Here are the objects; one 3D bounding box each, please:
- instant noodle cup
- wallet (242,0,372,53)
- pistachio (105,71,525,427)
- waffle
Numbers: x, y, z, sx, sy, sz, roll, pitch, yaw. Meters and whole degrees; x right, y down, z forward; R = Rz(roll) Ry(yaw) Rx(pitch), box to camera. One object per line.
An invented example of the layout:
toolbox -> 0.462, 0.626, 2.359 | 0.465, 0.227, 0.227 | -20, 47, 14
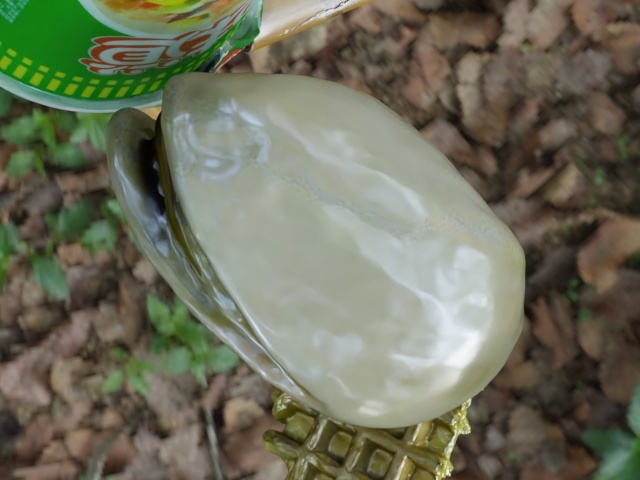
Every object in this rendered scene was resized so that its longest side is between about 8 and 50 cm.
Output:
instant noodle cup -> -0.081, -0.182, 0.846 | 0.207, 0.232, 0.207 | 4, 79, -21
wallet -> -0.033, -0.264, 1.430 | 0.161, 0.042, 0.195 | -27, 102, -25
pistachio -> 0.000, 0.000, 0.889 | 0.238, 0.153, 0.138 | 38, 136, -21
waffle -> 0.045, 0.134, 1.115 | 0.160, 0.046, 0.192 | -14, 72, 9
